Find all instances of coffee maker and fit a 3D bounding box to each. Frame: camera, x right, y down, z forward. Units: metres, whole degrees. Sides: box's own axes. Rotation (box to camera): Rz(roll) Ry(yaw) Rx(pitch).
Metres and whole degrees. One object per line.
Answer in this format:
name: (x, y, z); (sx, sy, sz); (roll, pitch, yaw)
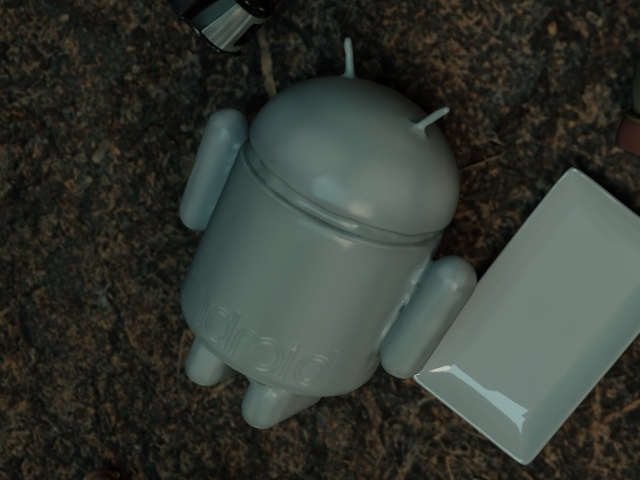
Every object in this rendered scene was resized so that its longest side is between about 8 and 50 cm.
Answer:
coffee maker: (-0.064, -0.285, 1.424); (0.178, 0.120, 0.171); (-33, 68, 26)

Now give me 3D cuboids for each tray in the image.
tray: (0.214, 0.071, 1.454); (0.145, 0.030, 0.270); (39, 116, 8)

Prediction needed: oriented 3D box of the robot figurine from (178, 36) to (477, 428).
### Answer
robot figurine: (0.000, 0.000, 1.423); (0.300, 0.200, 0.353); (32, 115, 17)

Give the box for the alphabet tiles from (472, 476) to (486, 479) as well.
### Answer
alphabet tiles: (0.169, 0.335, 1.564); (0.237, 0.009, 0.198); (18, 112, 16)

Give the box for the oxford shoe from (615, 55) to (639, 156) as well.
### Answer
oxford shoe: (0.420, -0.101, 1.270); (0.348, 0.123, 0.130); (13, 105, 17)

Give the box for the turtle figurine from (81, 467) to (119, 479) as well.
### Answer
turtle figurine: (-0.186, 0.352, 1.630); (0.217, 0.087, 0.269); (32, 113, 31)
